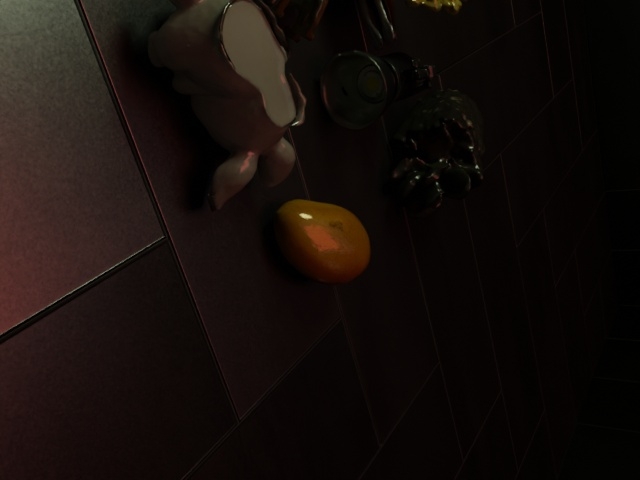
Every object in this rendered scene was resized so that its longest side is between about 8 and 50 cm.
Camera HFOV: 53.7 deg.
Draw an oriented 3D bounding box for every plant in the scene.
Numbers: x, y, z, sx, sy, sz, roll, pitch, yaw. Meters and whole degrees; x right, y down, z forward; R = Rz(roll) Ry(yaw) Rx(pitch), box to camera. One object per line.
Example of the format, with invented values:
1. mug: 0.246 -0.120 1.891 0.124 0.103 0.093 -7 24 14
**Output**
1. plant: 0.262 -0.199 1.425 0.188 0.199 0.276 47 49 -35

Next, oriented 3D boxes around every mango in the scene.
1. mango: 0.000 0.000 1.125 0.219 0.112 0.144 27 68 -38

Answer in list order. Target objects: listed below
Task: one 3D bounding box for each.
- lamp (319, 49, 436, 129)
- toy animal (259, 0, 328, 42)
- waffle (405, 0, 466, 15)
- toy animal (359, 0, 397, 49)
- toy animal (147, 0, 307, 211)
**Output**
1. lamp: 0.127 -0.316 1.251 0.227 0.172 0.147 -31 113 -48
2. toy animal: -0.026 -0.410 1.019 0.097 0.312 0.157 27 99 -14
3. waffle: 0.189 -0.557 1.208 0.291 0.051 0.291 5 72 -16
4. toy animal: 0.107 -0.551 1.271 0.302 0.225 0.284 55 44 -7
5. toy animal: -0.125 -0.212 0.915 0.208 0.154 0.325 -28 116 -44
